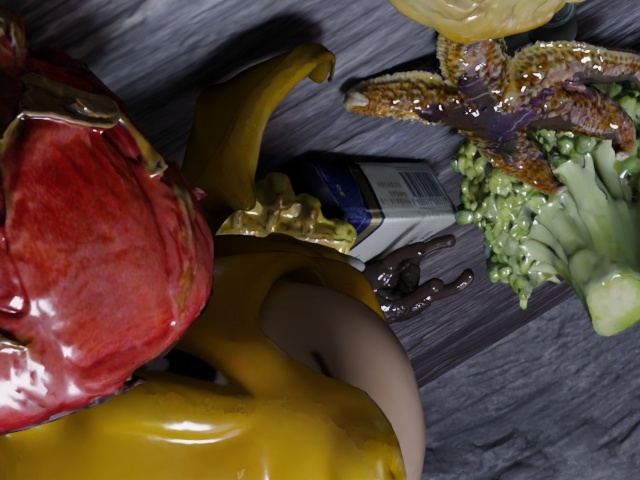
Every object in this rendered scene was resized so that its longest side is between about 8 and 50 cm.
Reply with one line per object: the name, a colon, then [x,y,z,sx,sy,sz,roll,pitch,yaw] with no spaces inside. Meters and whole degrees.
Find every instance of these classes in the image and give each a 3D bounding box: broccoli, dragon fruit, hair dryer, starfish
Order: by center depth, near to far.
dragon fruit: [-0.164,-0.029,0.722,0.218,0.224,0.148,-65,157,-48]
starfish: [0.131,-0.111,1.160,0.238,0.071,0.216,-8,139,-10]
hair dryer: [0.136,-0.152,1.197,0.124,0.038,0.063,-24,166,4]
broccoli: [0.241,-0.032,1.343,0.247,0.243,0.263,7,131,-14]

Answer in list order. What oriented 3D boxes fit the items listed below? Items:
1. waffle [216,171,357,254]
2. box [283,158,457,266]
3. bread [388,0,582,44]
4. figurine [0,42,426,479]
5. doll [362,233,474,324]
waffle: [-0.067,0.030,1.216,0.194,0.149,0.051,-40,-152,18]
box: [0.000,0.000,1.359,0.168,0.071,0.259,-36,165,21]
bread: [0.112,-0.194,0.759,0.244,0.134,0.244,-31,170,-6]
figurine: [-0.108,0.100,0.937,0.401,0.268,0.387,-31,-170,10]
doll: [0.054,0.053,1.406,0.165,0.057,0.139,-32,172,22]
